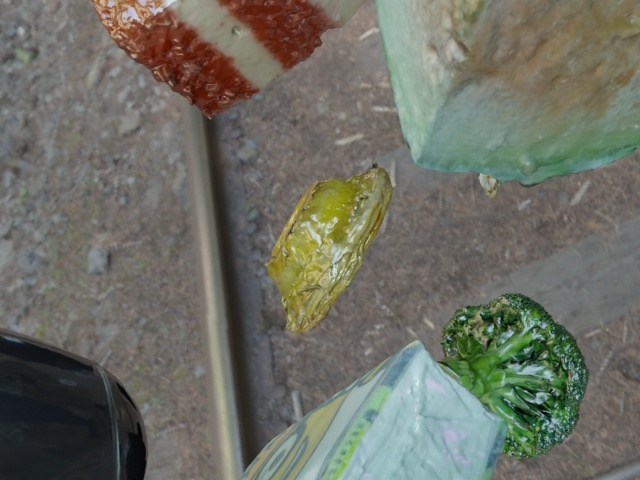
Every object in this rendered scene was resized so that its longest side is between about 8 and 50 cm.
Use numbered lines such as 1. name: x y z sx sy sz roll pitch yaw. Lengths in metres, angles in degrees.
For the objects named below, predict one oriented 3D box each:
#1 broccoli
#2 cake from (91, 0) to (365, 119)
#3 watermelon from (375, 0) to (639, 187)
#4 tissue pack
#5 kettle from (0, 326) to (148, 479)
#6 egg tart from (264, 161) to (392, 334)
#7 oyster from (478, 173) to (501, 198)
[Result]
1. broccoli: 0.311 0.240 1.420 0.297 0.297 0.297 10 104 44
2. cake: -0.122 -0.374 1.063 0.319 0.269 0.270 -34 68 11
3. watermelon: 0.169 -0.189 0.457 0.264 0.302 0.151 -13 57 -20
4. tissue pack: -0.004 0.247 0.701 0.228 0.128 0.311 -51 4 -39
5. kettle: -0.230 0.154 0.446 0.268 0.290 0.207 56 134 47
6. egg tart: 0.000 0.000 1.243 0.295 0.116 0.295 -62 4 8
7. oyster: 0.296 -0.112 1.407 0.051 0.034 0.093 160 126 -74
